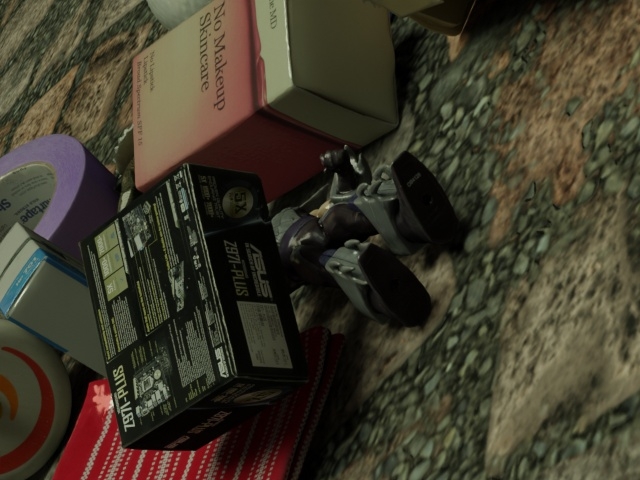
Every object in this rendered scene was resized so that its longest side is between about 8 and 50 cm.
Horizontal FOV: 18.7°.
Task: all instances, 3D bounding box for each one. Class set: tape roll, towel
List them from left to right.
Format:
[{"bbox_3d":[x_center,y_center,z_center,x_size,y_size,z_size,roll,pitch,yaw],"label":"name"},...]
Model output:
[{"bbox_3d":[-0.352,0.007,2.265,0.275,0.090,0.275,-29,34,22],"label":"tape roll"},{"bbox_3d":[-0.116,0.170,1.579,0.275,0.031,0.199,-15,40,37],"label":"towel"}]

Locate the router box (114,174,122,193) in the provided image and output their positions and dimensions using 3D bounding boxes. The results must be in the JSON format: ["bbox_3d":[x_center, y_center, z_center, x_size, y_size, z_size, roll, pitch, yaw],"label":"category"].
[{"bbox_3d":[-0.182,-0.111,2.215,0.122,0.038,0.092,-40,29,40],"label":"router box"}]

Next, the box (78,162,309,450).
[{"bbox_3d":[-0.100,0.054,1.501,0.147,0.077,0.180,-34,61,39],"label":"box"}]

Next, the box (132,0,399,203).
[{"bbox_3d":[-0.054,-0.136,1.762,0.232,0.127,0.148,-30,54,42],"label":"box"}]

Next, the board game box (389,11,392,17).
[{"bbox_3d":[0.034,-0.257,1.906,0.160,0.047,0.210,-3,61,65],"label":"board game box"}]

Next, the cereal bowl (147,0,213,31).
[{"bbox_3d":[-0.110,-0.398,2.288,0.339,0.141,0.339,-46,25,29],"label":"cereal bowl"}]

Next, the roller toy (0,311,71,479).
[{"bbox_3d":[-0.366,0.161,2.053,0.191,0.209,0.146,-29,19,-11],"label":"roller toy"}]

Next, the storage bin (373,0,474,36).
[{"bbox_3d":[0.172,-0.310,1.569,0.262,0.123,0.260,-10,54,63],"label":"storage bin"}]

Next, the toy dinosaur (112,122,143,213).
[{"bbox_3d":[-0.141,-0.080,1.974,0.313,0.121,0.160,-32,48,57],"label":"toy dinosaur"}]

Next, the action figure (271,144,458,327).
[{"bbox_3d":[0.000,0.000,1.570,0.185,0.099,0.285,-56,24,-19],"label":"action figure"}]

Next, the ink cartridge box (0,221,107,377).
[{"bbox_3d":[-0.270,0.062,2.043,0.082,0.140,0.191,-57,22,1],"label":"ink cartridge box"}]
